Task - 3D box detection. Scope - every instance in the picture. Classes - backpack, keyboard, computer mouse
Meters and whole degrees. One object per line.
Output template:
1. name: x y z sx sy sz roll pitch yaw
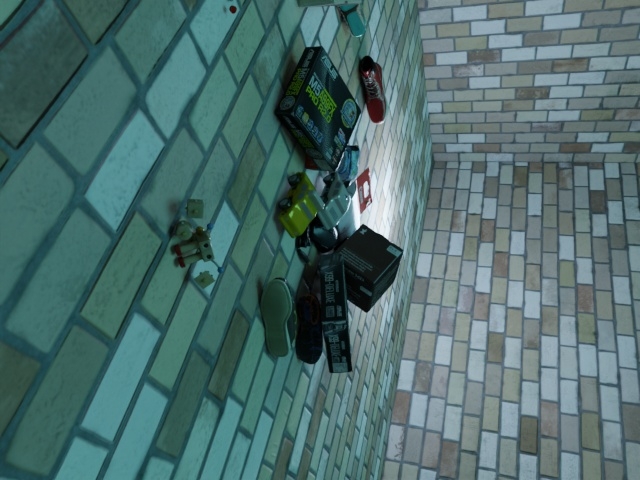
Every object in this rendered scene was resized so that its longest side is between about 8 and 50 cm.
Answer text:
1. backpack: 0.067 -0.250 1.651 0.084 0.105 0.114 -16 110 -46
2. keyboard: 0.067 0.045 1.701 0.180 0.023 0.108 -41 148 -38
3. computer mouse: 0.000 0.000 1.562 0.262 0.060 0.184 57 40 -59

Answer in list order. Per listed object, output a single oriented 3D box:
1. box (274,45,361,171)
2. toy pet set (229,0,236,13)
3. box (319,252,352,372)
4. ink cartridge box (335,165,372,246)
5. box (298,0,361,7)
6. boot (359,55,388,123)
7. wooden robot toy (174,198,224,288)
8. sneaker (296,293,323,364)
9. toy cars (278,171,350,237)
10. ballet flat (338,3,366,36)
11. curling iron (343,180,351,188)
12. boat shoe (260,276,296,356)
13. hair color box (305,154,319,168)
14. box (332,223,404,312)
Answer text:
1. box: 0.003 -0.349 1.390 0.270 0.060 0.216 46 62 -52
2. toy pet set: -0.185 -0.531 0.990 0.114 0.065 0.122 -50 154 2
3. box: 0.048 0.228 1.569 0.307 0.076 0.242 82 5 -48
4. ink cartridge box: 0.118 -0.109 1.723 0.232 0.066 0.189 -41 146 -22
5. box: 0.031 -0.718 1.449 0.275 0.113 0.094 -49 139 -58
6. boot: 0.199 -0.582 1.986 0.176 0.088 0.244 -10 95 -69
7. wooden robot toy: -0.232 0.000 0.945 0.079 0.076 0.173 -124 -157 -60
8. sneaker: -0.023 0.262 1.521 0.087 0.083 0.221 -31 124 -73
9. toy cars: 0.007 -0.114 1.451 0.394 0.087 0.176 -16 97 -62
10. ballet flat: 0.095 -0.784 1.692 0.241 0.091 0.077 66 3 -60
11. curling iron: 0.074 -0.175 1.775 0.274 0.035 0.068 -52 141 -58
12. boat shoe: -0.102 0.185 1.292 0.068 0.081 0.227 -57 152 -59
13. hair color box: -0.010 -0.280 1.508 0.072 0.043 0.141 -10 102 -69
14. box: 0.146 0.093 1.679 0.167 0.168 0.203 -44 156 -27
